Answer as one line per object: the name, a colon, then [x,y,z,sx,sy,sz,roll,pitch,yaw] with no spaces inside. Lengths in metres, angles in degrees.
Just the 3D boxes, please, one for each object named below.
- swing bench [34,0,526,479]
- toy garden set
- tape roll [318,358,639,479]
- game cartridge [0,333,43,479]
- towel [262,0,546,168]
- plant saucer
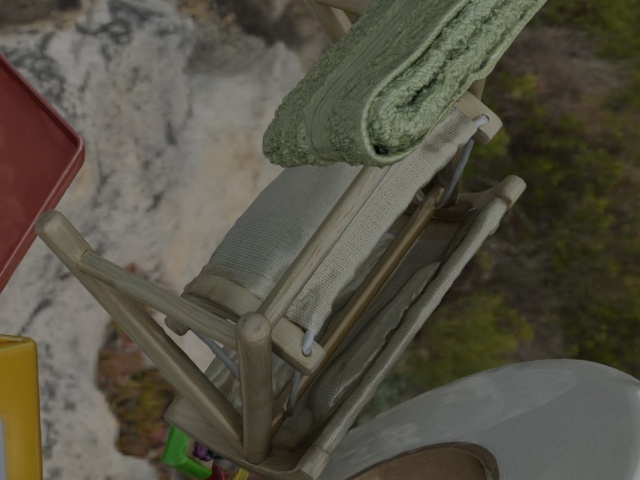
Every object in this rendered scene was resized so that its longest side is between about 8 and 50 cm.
swing bench: [0.000,0.000,0.800,0.253,0.165,0.255,-53,149,-21]
toy garden set: [-0.120,0.293,1.116,0.204,0.049,0.244,68,36,-71]
tape roll: [0.031,0.206,0.717,0.072,0.392,0.392,56,41,-9]
game cartridge: [-0.273,0.236,0.729,0.285,0.052,0.324,-12,101,-53]
towel: [0.042,-0.084,0.473,0.027,0.110,0.148,45,75,-20]
plant saucer: [-0.382,-0.069,1.416,0.258,0.259,0.048,-55,146,12]
